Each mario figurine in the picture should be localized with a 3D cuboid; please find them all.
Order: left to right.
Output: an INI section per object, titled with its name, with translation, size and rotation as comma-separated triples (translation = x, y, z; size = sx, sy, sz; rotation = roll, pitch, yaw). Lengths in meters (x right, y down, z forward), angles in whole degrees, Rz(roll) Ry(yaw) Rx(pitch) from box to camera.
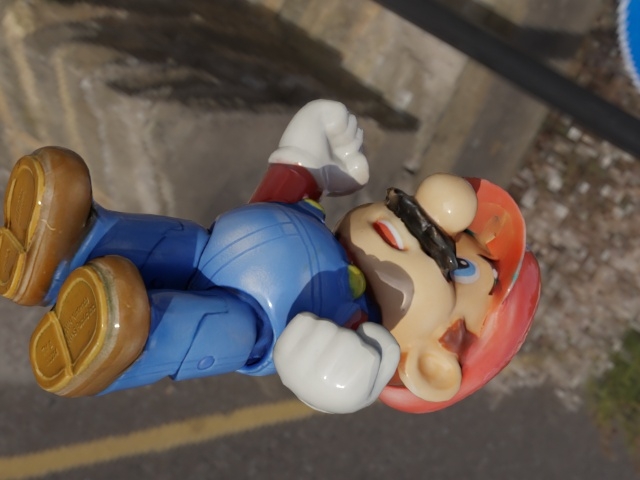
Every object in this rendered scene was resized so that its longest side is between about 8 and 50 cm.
[mario figurine]
translation = 0.000, 0.000, 0.828
size = 0.320, 0.170, 0.198
rotation = 3, 75, -39
